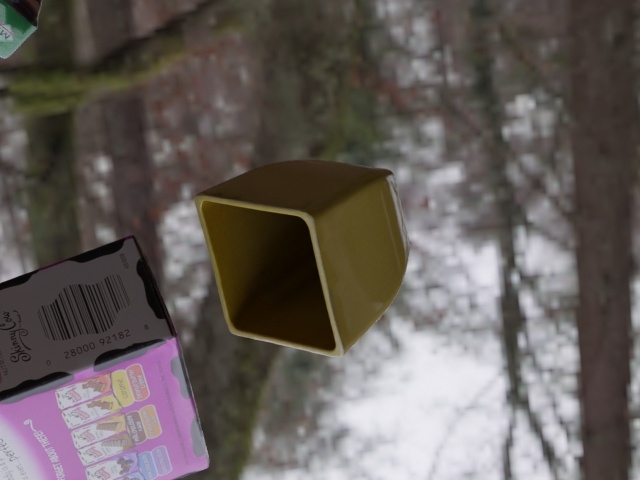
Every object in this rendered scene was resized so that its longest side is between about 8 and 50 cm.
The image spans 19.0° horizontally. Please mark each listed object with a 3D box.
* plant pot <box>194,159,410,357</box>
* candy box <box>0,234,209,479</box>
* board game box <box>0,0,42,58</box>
[{"bbox_3d":[0.000,0.000,0.972,0.081,0.081,0.083,10,-148,42],"label":"plant pot"},{"bbox_3d":[-0.185,0.100,1.008,0.233,0.159,0.071,-20,-121,-9],"label":"candy box"},{"bbox_3d":[-0.342,-0.301,1.484,0.046,0.317,0.213,-41,-153,28],"label":"board game box"}]
